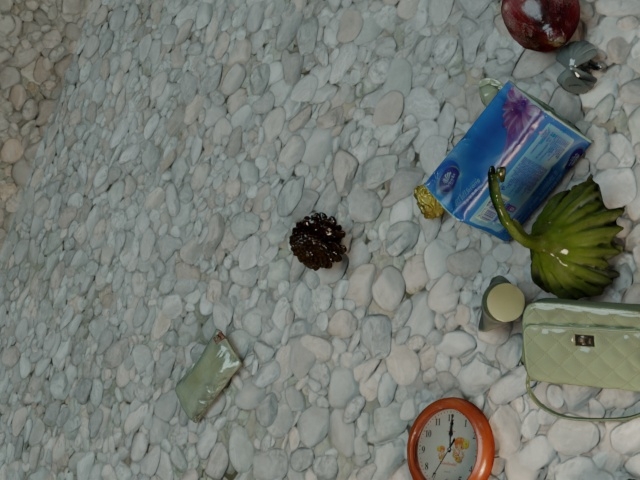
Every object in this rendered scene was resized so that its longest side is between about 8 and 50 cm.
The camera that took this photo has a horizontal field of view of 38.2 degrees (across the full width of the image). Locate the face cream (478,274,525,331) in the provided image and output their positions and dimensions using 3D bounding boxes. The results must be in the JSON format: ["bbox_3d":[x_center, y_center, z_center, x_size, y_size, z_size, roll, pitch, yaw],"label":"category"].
[{"bbox_3d":[0.329,0.120,1.753,0.224,0.070,0.114,101,-175,-86],"label":"face cream"}]

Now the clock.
[{"bbox_3d":[0.254,0.410,1.806,0.205,0.051,0.205,-18,63,41],"label":"clock"}]

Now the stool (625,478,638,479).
[{"bbox_3d":[0.497,0.452,1.524,0.110,0.096,0.096,-38,52,35],"label":"stool"}]

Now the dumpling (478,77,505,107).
[{"bbox_3d":[0.368,-0.311,1.962,0.059,0.043,0.077,-28,40,15],"label":"dumpling"}]

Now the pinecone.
[{"bbox_3d":[-0.001,-0.001,2.152,0.140,0.140,0.121,-19,38,39],"label":"pinecone"}]

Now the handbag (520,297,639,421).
[{"bbox_3d":[0.471,0.215,1.612,0.256,0.079,0.219,1,98,32],"label":"handbag"}]

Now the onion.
[{"bbox_3d":[0.445,-0.442,1.839,0.159,0.159,0.195,-38,40,29],"label":"onion"}]

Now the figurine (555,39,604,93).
[{"bbox_3d":[0.511,-0.345,1.818,0.094,0.082,0.086,3,61,34],"label":"figurine"}]

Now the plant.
[{"bbox_3d":[0.380,-0.002,1.650,0.180,0.333,0.251,1,89,60],"label":"plant"}]

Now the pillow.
[{"bbox_3d":[-0.290,0.347,2.362,0.229,0.050,0.128,-53,54,18],"label":"pillow"}]

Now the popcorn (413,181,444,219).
[{"bbox_3d":[0.234,-0.086,1.988,0.057,0.083,0.082,-30,87,-1],"label":"popcorn"}]

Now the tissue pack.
[{"bbox_3d":[0.361,-0.150,1.795,0.263,0.198,0.146,-53,48,17],"label":"tissue pack"}]
